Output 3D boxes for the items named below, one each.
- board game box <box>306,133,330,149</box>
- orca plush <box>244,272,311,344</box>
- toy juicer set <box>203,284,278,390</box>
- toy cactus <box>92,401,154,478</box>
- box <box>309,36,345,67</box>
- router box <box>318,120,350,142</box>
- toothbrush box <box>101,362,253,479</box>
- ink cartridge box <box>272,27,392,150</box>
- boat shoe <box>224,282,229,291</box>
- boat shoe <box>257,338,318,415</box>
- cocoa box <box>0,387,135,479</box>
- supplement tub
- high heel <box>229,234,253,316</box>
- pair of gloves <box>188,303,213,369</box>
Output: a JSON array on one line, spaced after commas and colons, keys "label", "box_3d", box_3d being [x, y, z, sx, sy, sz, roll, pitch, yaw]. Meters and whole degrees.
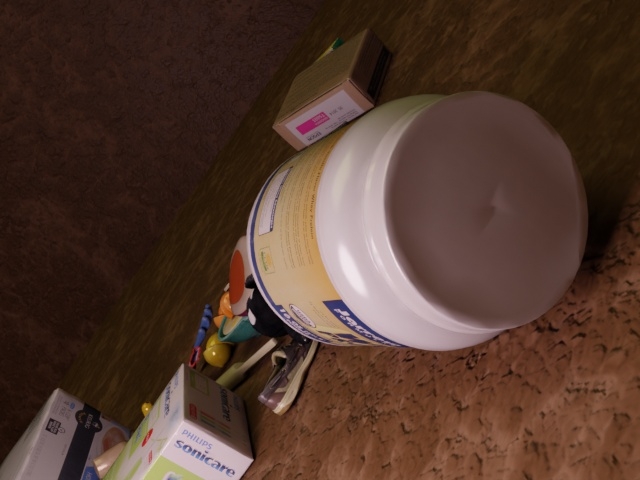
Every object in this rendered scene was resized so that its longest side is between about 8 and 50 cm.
[{"label": "board game box", "box_3d": [-0.004, -0.197, 1.782, 0.103, 0.026, 0.154, -35, 26, 52]}, {"label": "orca plush", "box_3d": [-0.001, 0.089, 1.077, 0.287, 0.151, 0.102, -21, 61, 34]}, {"label": "toy juicer set", "box_3d": [-0.156, 0.149, 1.437, 0.209, 0.089, 0.329, -51, 17, 19]}, {"label": "toy cactus", "box_3d": [-0.289, 0.331, 1.355, 0.180, 0.112, 0.219, -20, -19, -28]}, {"label": "box", "box_3d": [0.032, -0.390, 1.912, 0.043, 0.105, 0.179, -56, 13, -28]}, {"label": "router box", "box_3d": [0.055, -0.122, 1.275, 0.038, 0.122, 0.092, -58, 15, -25]}, {"label": "toothbrush box", "box_3d": [-0.230, 0.355, 1.194, 0.283, 0.122, 0.206, -53, 15, 6]}, {"label": "ink cartridge box", "box_3d": [0.026, -0.321, 1.750, 0.235, 0.088, 0.193, -24, 34, 40]}, {"label": "boat shoe", "box_3d": [-0.143, 0.064, 1.662, 0.133, 0.042, 0.049, -52, -4, 16]}, {"label": "boat shoe", "box_3d": [-0.043, 0.167, 1.132, 0.056, 0.049, 0.152, -43, 19, 45]}, {"label": "cocoa box", "box_3d": [-0.455, 0.477, 1.423, 0.231, 0.228, 0.347, -52, 16, 14]}, {"label": "supplement tub", "box_3d": [0.076, -0.009, 0.786, 0.228, 0.228, 0.316, -61, 16, -16]}, {"label": "high heel", "box_3d": [-0.016, 0.028, 1.225, 0.377, 0.181, 0.127, 136, 132, -57]}, {"label": "pair of gloves", "box_3d": [-0.236, 0.220, 1.558, 0.198, 0.023, 0.159, -80, 9, -47]}]
